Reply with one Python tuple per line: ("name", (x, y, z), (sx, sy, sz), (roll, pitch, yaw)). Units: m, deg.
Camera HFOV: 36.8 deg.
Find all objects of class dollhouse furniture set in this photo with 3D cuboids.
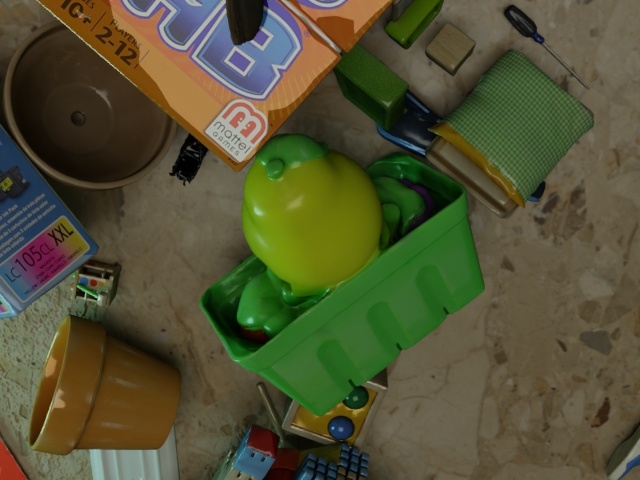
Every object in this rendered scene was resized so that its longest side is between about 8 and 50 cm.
("dollhouse furniture set", (0.194, -0.192, 1.248), (0.301, 0.151, 0.197), (40, 88, 8))

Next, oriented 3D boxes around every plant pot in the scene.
("plant pot", (-0.324, -0.181, 1.333), (0.237, 0.110, 0.237), (3, 82, -26))
("plant pot", (-0.320, 0.234, 1.458), (0.188, 0.205, 0.205), (17, 108, -20))

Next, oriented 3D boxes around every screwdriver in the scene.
("screwdriver", (0.324, -0.270, 1.351), (0.170, 0.024, 0.025), (37, 134, -11))

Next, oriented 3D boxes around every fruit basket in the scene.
("fruit basket", (0.000, 0.000, 1.257), (0.392, 0.283, 0.392), (-6, 109, -18))

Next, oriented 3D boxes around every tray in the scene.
("tray", (-0.306, 0.403, 1.587), (0.145, 0.030, 0.270), (-2, 108, 2))

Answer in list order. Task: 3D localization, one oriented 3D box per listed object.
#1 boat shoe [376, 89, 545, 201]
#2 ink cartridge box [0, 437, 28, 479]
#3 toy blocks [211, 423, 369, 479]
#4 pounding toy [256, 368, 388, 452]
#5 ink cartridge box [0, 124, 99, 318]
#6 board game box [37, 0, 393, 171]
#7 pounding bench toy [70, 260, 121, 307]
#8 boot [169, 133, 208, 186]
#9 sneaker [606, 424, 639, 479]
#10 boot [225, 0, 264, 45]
("boat shoe", (0.208, -0.136, 1.355), (0.258, 0.109, 0.089), (25, 93, -8))
("ink cartridge box", (-0.698, 0.412, 1.573), (0.385, 0.091, 0.308), (-24, 106, 10))
("toy blocks", (-0.021, 0.414, 1.470), (0.381, 0.191, 0.261), (27, 119, -7))
("pounding toy", (-0.017, 0.270, 1.499), (0.181, 0.094, 0.206), (21, 107, -5))
("ink cartridge box", (-0.513, -0.085, 1.304), (0.151, 0.270, 0.395), (-42, 105, -29))
("board game box", (-0.101, -0.363, 1.160), (0.356, 0.356, 0.356), (40, 105, -11))
("pounding bench toy", (-0.345, 0.067, 1.451), (0.065, 0.083, 0.052), (13, 108, -3))
("boot", (-0.173, -0.142, 1.368), (0.045, 0.099, 0.121), (26, 107, -8))
("sneaker", (0.527, 0.336, 1.520), (0.084, 0.058, 0.152), (34, 100, 0))
("boot", (-0.033, -0.297, 0.949), (0.106, 0.082, 0.219), (8, 105, 1))
